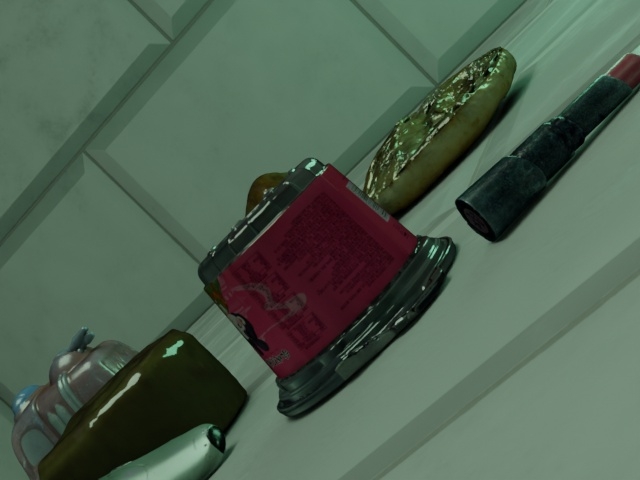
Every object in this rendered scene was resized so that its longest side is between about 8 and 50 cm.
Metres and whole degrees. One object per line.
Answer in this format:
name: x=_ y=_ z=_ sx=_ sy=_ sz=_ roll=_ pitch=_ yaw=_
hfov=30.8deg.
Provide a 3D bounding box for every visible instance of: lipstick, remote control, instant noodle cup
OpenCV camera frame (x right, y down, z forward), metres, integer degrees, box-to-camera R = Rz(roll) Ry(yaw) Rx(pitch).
lipstick: x=0.229 y=-0.095 z=1.092 sx=0.234 sy=0.053 sz=0.053 roll=-42 pitch=4 yaw=-9
remote control: x=-0.219 y=0.293 z=1.362 sx=0.256 sy=0.045 sz=0.097 roll=-33 pitch=36 yaw=7
instant noodle cup: x=-0.009 y=0.031 z=1.219 sx=0.258 sy=0.181 sz=0.302 roll=-48 pitch=5 yaw=-36

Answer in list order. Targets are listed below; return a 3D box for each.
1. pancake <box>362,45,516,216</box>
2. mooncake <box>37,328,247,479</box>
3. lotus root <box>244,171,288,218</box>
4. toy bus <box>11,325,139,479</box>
pancake: x=0.180 y=-0.166 z=1.878 sx=0.387 sy=0.082 sz=0.387 roll=-46 pitch=10 yaw=10
mooncake: x=-0.242 y=0.255 z=1.547 sx=0.284 sy=0.155 sz=0.284 roll=-46 pitch=3 yaw=3
lotus root: x=0.000 y=0.001 z=1.717 sx=0.199 sy=0.188 sz=0.180 roll=-8 pitch=21 yaw=-29
toy bus: x=-0.373 y=0.293 z=1.877 sx=0.294 sy=0.232 sz=0.197 roll=-43 pitch=5 yaw=20
